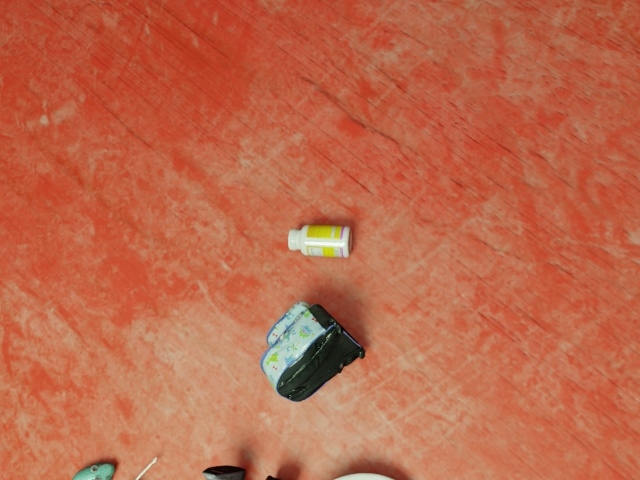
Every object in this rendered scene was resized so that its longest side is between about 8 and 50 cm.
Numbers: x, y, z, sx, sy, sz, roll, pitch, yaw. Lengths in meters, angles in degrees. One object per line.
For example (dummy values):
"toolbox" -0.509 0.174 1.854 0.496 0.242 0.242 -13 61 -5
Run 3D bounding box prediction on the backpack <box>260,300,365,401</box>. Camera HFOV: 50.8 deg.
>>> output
"backpack" -0.020 0.142 0.859 0.114 0.105 0.084 -45 49 -3

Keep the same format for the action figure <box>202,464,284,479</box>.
"action figure" -0.115 0.422 0.803 0.186 0.099 0.284 10 80 7

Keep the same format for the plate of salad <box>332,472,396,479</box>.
"plate of salad" 0.049 0.379 0.797 0.200 0.048 0.199 3 77 -12

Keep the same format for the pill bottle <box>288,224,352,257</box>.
"pill bottle" 0.000 0.000 0.922 0.083 0.043 0.043 3 76 12

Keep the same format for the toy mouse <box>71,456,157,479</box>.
"toy mouse" -0.300 0.353 0.885 0.143 0.031 0.160 7 81 17
